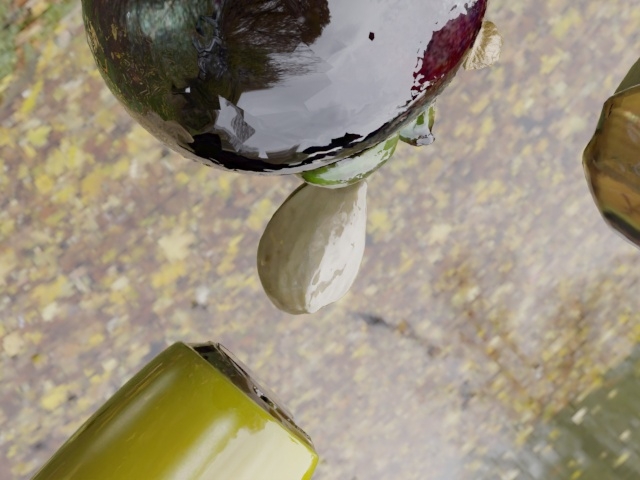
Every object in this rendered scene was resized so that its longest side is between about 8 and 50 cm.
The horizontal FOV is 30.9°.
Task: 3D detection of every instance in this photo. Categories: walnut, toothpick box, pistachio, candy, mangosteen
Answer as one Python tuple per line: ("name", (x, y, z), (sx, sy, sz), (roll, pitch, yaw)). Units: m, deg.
("walnut", (0.219, -0.280, 1.642), (0.096, 0.079, 0.082), (13, 94, -84))
("toothpick box", (-0.128, 0.206, 0.836), (0.271, 0.175, 0.175), (-50, 150, -7))
("pistachio", (0.000, 0.000, 1.690), (0.153, 0.138, 0.238), (32, 99, -13))
("candy", (0.230, -0.046, 0.693), (0.101, 0.143, 0.271), (-61, 165, 18))
("mangosteen", (-0.005, -0.136, 0.592), (0.216, 0.216, 0.216), (-29, 147, -21))

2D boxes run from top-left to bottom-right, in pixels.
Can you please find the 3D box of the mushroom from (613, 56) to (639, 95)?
("mushroom", (0.446, -0.142, 1.075), (0.128, 0.350, 0.128), (6, 90, -66))
